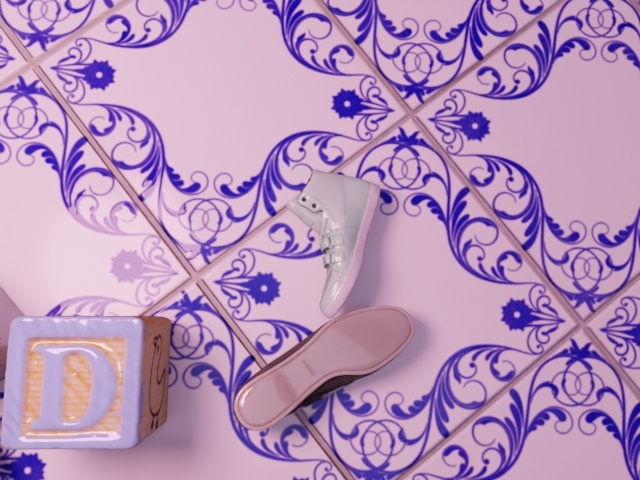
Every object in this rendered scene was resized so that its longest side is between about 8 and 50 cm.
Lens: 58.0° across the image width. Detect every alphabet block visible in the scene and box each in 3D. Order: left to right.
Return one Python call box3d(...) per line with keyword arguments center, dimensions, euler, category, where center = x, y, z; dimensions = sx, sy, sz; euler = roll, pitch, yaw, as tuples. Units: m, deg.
box3d(center=(-0.353, 0.212, 0.906), dimensions=(0.194, 0.197, 0.192), euler=(3, 83, -2), category="alphabet block")

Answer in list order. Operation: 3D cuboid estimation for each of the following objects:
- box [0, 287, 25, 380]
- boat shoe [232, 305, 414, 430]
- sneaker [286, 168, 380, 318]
box3d(center=(-0.569, 0.138, 0.911), dimensions=(0.119, 0.181, 0.182), euler=(-41, 86, -8), category="box")
box3d(center=(0.002, 0.210, 0.989), dimensions=(0.335, 0.095, 0.112), euler=(-28, 82, -11), category="boat shoe")
box3d(center=(0.000, 0.000, 1.001), dimensions=(0.151, 0.094, 0.255), euler=(18, 72, -6), category="sneaker")
